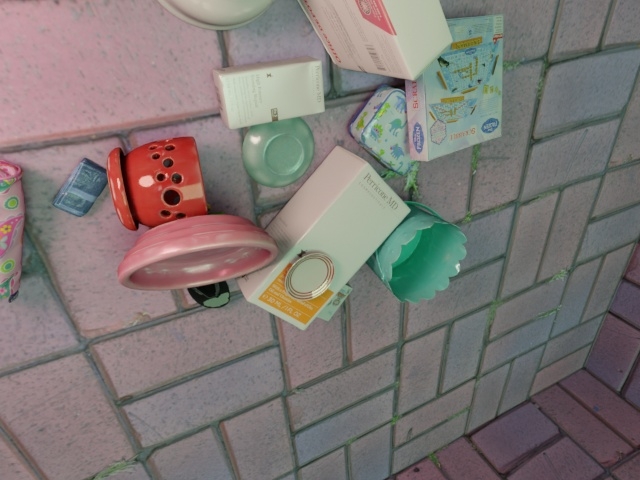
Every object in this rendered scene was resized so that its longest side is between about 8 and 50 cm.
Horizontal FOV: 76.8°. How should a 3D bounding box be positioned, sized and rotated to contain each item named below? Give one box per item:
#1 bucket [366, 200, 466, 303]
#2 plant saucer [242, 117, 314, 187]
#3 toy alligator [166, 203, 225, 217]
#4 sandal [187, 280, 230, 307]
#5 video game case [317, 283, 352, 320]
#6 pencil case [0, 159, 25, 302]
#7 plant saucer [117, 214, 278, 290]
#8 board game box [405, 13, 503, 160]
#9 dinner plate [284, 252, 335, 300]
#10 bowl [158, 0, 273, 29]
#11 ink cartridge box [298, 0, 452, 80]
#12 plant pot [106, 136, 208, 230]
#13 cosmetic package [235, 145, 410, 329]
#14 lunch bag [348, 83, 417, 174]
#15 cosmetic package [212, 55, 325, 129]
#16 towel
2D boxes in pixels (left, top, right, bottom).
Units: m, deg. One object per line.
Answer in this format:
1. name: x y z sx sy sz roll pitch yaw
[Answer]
1. bucket: 0.269 0.028 1.206 0.281 0.183 0.281 -15 123 -24
2. plant saucer: -0.095 -0.216 1.001 0.194 0.037 0.195 -14 123 -22
3. toy alligator: -0.324 -0.057 0.963 0.189 0.056 0.051 1 158 -27
4. sandal: -0.315 0.094 1.050 0.097 0.054 0.255 -30 128 -10
5. video game case: 0.011 0.184 1.307 0.157 0.019 0.143 29 102 -38
6. pencil case: -0.639 -0.013 0.767 0.124 0.124 0.284 6 113 -32
7. plant saucer: -0.260 0.027 0.879 0.332 0.084 0.332 -14 167 -3
8. board game box: 0.355 -0.400 1.054 0.318 0.066 0.318 -21 114 -29
9. dinner plate: -0.027 0.091 1.025 0.141 0.017 0.141 -13 124 -21
10. bowl: -0.171 -0.512 0.696 0.297 0.134 0.298 -16 132 -19
11. ink cartridge box: 0.097 -0.454 0.810 0.117 0.283 0.207 -45 129 -3
12. plant pot: -0.332 -0.110 0.836 0.174 0.191 0.191 -12 123 -18
13. cosmetic package: 0.000 0.000 1.103 0.453 0.161 0.230 -50 129 4
14. lunch bag: 0.197 -0.294 1.083 0.219 0.090 0.176 30 102 -38
15. cosmetic package: -0.110 -0.330 0.896 0.231 0.085 0.117 -17 125 -18
16. towel: -0.498 -0.108 0.846 0.067 0.029 0.119 32 99 -39
